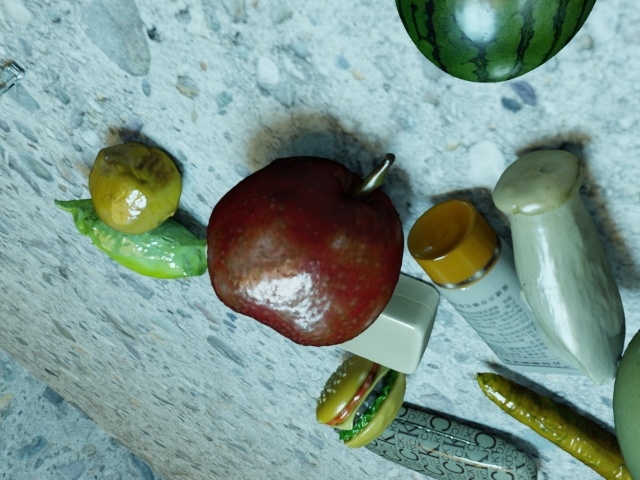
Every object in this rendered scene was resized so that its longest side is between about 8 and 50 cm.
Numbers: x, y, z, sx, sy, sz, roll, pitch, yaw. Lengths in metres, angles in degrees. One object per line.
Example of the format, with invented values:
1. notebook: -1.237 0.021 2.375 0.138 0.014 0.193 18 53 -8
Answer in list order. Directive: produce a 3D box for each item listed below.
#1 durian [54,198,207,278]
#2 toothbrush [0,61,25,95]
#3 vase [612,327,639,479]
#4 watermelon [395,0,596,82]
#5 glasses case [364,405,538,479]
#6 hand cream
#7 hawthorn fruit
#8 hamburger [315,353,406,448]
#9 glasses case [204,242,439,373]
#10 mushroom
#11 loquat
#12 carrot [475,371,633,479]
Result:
1. durian: -0.289 -0.008 1.010 0.250 0.101 0.139 25 163 10
2. toothbrush: -0.527 -0.220 1.004 0.288 0.024 0.026 -11 128 47
3. vase: 0.458 0.153 0.539 0.330 0.240 0.302 6 166 -29
4. watermelon: 0.112 -0.198 0.418 0.141 0.140 0.187 12 139 27
5. glasses case: 0.206 0.371 1.144 0.355 0.085 0.137 10 141 29
6. hand cream: 0.223 0.083 0.750 0.140 0.089 0.314 -4 138 43
7. hawthorn fruit: 0.000 0.000 0.719 0.230 0.210 0.266 42 132 -7
8. hamburger: 0.066 0.257 1.047 0.115 0.162 0.162 39 147 0
9. glasses case: -0.002 0.075 0.926 0.337 0.076 0.144 21 145 16
10. mushroom: 0.242 0.026 0.639 0.096 0.108 0.246 0 123 43
11. loquat: -0.265 -0.077 0.911 0.137 0.113 0.137 10 111 27
12. carrot: 0.356 0.278 0.916 0.314 0.066 0.066 30 147 1
